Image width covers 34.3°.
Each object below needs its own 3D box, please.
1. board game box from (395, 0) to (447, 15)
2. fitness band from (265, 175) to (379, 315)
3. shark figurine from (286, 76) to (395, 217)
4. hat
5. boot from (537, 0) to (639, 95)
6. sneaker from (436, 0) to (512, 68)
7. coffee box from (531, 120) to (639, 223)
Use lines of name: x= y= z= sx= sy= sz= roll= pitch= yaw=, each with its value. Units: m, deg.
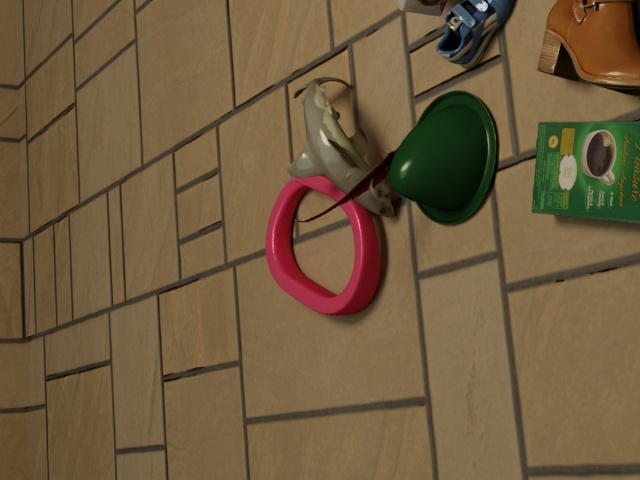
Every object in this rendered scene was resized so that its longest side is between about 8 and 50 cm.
board game box: x=0.138 y=-0.516 z=1.369 sx=0.318 sy=0.066 sz=0.319 roll=-110 pitch=31 yaw=-44
fitness band: x=0.000 y=0.000 z=1.619 sx=0.291 sy=0.054 sz=0.209 roll=29 pitch=111 yaw=54
shark figurine: x=-0.006 y=-0.149 z=1.519 sx=0.116 sy=0.166 sz=0.278 roll=-36 pitch=59 yaw=21
hat: x=0.104 y=-0.103 z=1.359 sx=0.173 sy=0.183 sz=0.208 roll=24 pitch=107 yaw=53
boot: x=0.326 y=-0.246 z=1.147 sx=0.197 sy=0.073 sz=0.152 roll=29 pitch=107 yaw=50
sneaker: x=0.200 y=-0.290 z=1.342 sx=0.053 sy=0.059 sz=0.144 roll=57 pitch=131 yaw=44
coffee box: x=0.320 y=-0.078 z=1.169 sx=0.184 sy=0.040 sz=0.113 roll=7 pitch=94 yaw=56
